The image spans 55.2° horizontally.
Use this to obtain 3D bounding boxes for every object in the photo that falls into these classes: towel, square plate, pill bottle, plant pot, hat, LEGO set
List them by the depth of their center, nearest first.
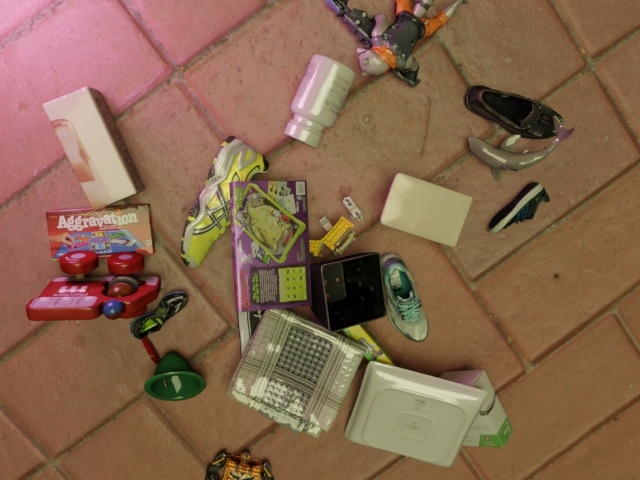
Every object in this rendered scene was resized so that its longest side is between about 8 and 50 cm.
[{"bbox_3d":[-0.007,-0.375,1.669,0.131,0.131,0.229,24,96,-8],"label":"pill bottle"},{"bbox_3d":[-0.073,0.373,1.709,0.312,0.056,0.324,25,103,0],"label":"towel"},{"bbox_3d":[0.056,0.133,1.722,0.188,0.167,0.188,-12,100,-27],"label":"plant pot"},{"bbox_3d":[0.000,0.000,1.766,0.287,0.107,0.132,-28,66,5],"label":"LEGO set"},{"bbox_3d":[0.268,0.525,1.787,0.348,0.049,0.343,14,124,2],"label":"square plate"},{"bbox_3d":[-0.436,0.347,1.804,0.173,0.183,0.208,-16,142,5],"label":"hat"}]

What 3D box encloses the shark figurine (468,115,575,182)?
[{"bbox_3d":[0.569,-0.232,1.715,0.279,0.116,0.166,-10,116,17],"label":"shark figurine"}]

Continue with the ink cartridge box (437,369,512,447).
[{"bbox_3d":[0.450,0.501,1.830,0.093,0.160,0.219,-36,104,-43],"label":"ink cartridge box"}]

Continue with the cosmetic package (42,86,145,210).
[{"bbox_3d":[-0.596,-0.242,1.631,0.129,0.153,0.296,-22,99,-2],"label":"cosmetic package"}]

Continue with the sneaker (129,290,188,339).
[{"bbox_3d":[-0.452,0.218,1.741,0.188,0.078,0.067,-37,123,-11],"label":"sneaker"}]

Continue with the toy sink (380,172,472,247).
[{"bbox_3d":[0.282,-0.093,1.740,0.234,0.131,0.152,16,97,-12],"label":"toy sink"}]

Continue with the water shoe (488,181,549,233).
[{"bbox_3d":[0.589,-0.080,1.798,0.203,0.073,0.080,-44,102,3],"label":"water shoe"}]

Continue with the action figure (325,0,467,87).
[{"bbox_3d":[0.190,-0.592,1.633,0.341,0.178,0.330,33,85,-11],"label":"action figure"}]

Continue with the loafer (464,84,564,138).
[{"bbox_3d":[0.560,-0.361,1.737,0.303,0.095,0.109,18,97,-7],"label":"loafer"}]

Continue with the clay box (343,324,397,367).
[{"bbox_3d":[0.144,0.310,1.795,0.053,0.127,0.222,-39,100,3],"label":"clay box"}]

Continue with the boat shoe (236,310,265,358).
[{"bbox_3d":[-0.186,0.203,1.758,0.105,0.113,0.306,-5,102,-11],"label":"boat shoe"}]

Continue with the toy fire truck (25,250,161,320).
[{"bbox_3d":[-0.589,0.148,1.628,0.303,0.254,0.169,1,110,-6],"label":"toy fire truck"}]

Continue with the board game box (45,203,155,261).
[{"bbox_3d":[-0.619,-0.022,1.727,0.282,0.027,0.144,-5,99,-4],"label":"board game box"}]

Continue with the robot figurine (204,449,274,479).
[{"bbox_3d":[-0.261,0.781,1.858,0.211,0.085,0.290,15,98,-8],"label":"robot figurine"}]

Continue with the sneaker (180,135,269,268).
[{"bbox_3d":[-0.269,-0.089,1.688,0.147,0.145,0.384,24,98,-8],"label":"sneaker"}]

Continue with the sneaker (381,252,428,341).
[{"bbox_3d":[0.241,0.180,1.784,0.110,0.122,0.282,-25,101,-1],"label":"sneaker"}]

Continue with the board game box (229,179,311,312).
[{"bbox_3d":[-0.133,0.012,1.648,0.208,0.056,0.346,-3,92,-25],"label":"board game box"}]
